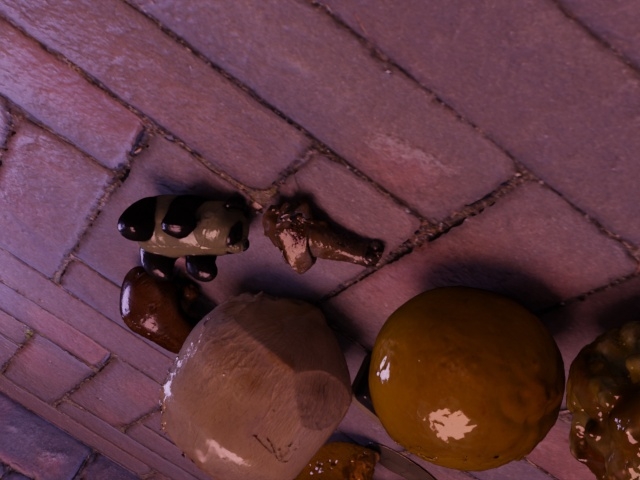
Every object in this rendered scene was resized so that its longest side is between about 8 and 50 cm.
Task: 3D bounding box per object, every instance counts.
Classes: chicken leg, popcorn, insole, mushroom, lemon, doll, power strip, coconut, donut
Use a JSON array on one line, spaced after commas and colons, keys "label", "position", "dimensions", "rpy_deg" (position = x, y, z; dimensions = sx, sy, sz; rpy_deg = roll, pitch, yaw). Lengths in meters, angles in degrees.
[{"label": "chicken leg", "position": [-0.004, 0.004, 1.391], "dimensions": [0.196, 0.080, 0.125], "rpy_deg": [33, 136, -8]}, {"label": "popcorn", "position": [0.459, 0.236, 1.179], "dimensions": [0.246, 0.282, 0.282], "rpy_deg": [2, 154, -17]}, {"label": "insole", "position": [0.248, 0.587, 2.103], "dimensions": [0.348, 0.009, 0.119], "rpy_deg": [39, 147, -16]}, {"label": "mushroom", "position": [-0.339, 0.158, 1.822], "dimensions": [0.194, 0.138, 0.231], "rpy_deg": [-7, 134, 45]}, {"label": "lemon", "position": [0.216, 0.208, 1.307], "dimensions": [0.297, 0.297, 0.297], "rpy_deg": [21, 148, 13]}, {"label": "doll", "position": [-0.231, -0.017, 1.488], "dimensions": [0.234, 0.135, 0.144], "rpy_deg": [3, 135, 30]}, {"label": "power strip", "position": [0.169, 0.336, 1.706], "dimensions": [0.256, 0.105, 0.070], "rpy_deg": [42, 148, -21]}, {"label": "coconut", "position": [-0.113, 0.270, 1.636], "dimensions": [0.346, 0.360, 0.346], "rpy_deg": [38, 177, 3]}, {"label": "donut", "position": [0.116, 0.656, 2.162], "dimensions": [0.435, 0.163, 0.377], "rpy_deg": [36, 154, -13]}]
